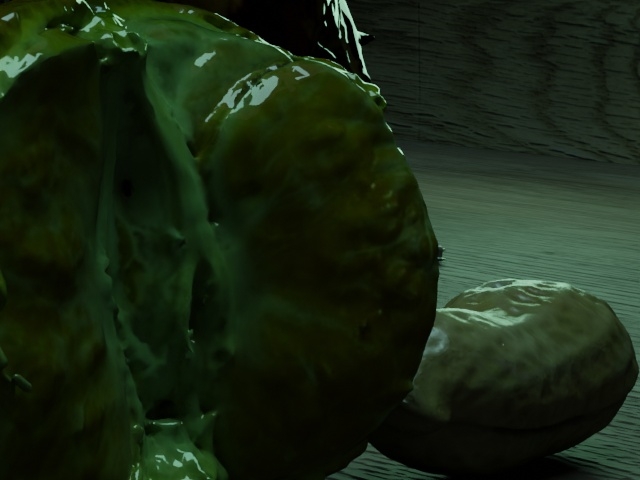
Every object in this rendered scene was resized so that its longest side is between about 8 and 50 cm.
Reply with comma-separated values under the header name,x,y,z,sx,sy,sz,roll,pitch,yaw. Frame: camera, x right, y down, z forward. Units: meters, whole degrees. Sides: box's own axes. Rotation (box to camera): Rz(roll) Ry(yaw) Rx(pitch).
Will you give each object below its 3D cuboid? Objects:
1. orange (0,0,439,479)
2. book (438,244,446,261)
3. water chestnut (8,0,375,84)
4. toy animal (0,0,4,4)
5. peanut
name,x,y,z,sx,sy,sz,roll,pitch,yaw
orange,-0.080,0.007,0.623,0.158,0.179,0.237,8,12,38
book,0.000,0.000,1.492,0.182,0.014,0.127,3,6,-9
water chestnut,-0.111,-0.101,1.187,0.300,0.300,0.300,4,6,0
toy animal,-0.247,-0.080,0.995,0.174,0.249,0.289,-51,21,-25
peanut,0.068,0.054,0.757,0.080,0.080,0.174,8,7,35
